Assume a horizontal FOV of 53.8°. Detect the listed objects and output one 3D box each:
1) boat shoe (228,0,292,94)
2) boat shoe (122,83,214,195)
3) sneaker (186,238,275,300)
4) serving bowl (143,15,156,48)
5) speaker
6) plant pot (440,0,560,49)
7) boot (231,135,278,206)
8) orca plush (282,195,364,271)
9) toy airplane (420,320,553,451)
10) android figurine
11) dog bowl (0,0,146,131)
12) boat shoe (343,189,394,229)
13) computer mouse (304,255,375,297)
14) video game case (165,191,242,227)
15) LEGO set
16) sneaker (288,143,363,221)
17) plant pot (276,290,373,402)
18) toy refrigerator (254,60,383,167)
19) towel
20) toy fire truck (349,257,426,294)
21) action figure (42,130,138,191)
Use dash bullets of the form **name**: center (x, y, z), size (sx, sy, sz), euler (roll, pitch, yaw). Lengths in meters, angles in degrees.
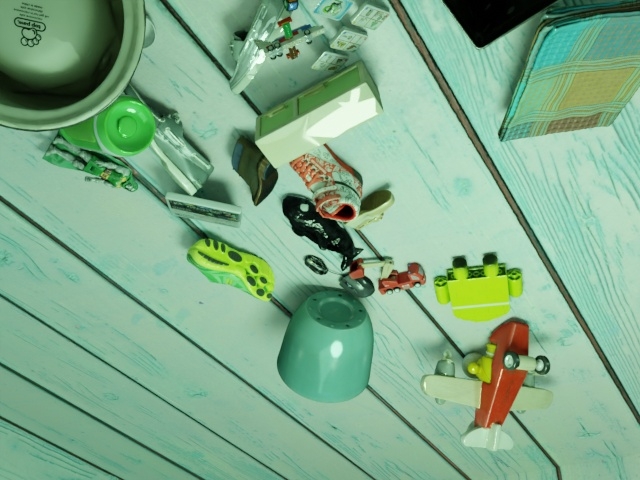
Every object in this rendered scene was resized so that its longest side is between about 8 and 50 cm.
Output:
- **boat shoe**: center (-0.141, -0.403, 1.287), size (0.081, 0.079, 0.227), euler (30, 127, -15)
- **boat shoe**: center (-0.365, -0.253, 1.482), size (0.099, 0.116, 0.319), euler (-41, 124, -13)
- **sneaker**: center (-0.254, 0.082, 1.823), size (0.295, 0.109, 0.123), euler (34, 154, -29)
- **serving bowl**: center (-0.379, -0.440, 1.304), size (0.083, 0.027, 0.083), euler (4, 138, 3)
- **speaker**: center (-0.464, -0.250, 1.347), size (0.296, 0.131, 0.131), euler (17, 155, 50)
- **plant pot**: center (0.295, -0.480, 1.075), size (0.188, 0.167, 0.187), euler (-29, 127, 31)
- **boot**: center (-0.164, -0.172, 1.557), size (0.106, 0.082, 0.219), euler (39, 151, 8)
- **orca plush**: center (0.000, 0.000, 1.682), size (0.151, 0.102, 0.287), euler (-16, 133, 22)
- **toy airplane**: center (0.537, 0.470, 2.009), size (0.384, 0.272, 0.386), euler (-33, 117, -5)
- **android figurine**: center (0.458, 0.147, 1.821), size (0.248, 0.056, 0.273), euler (-8, 135, 15)
- **dog bowl**: center (-0.512, -0.410, 1.147), size (0.407, 0.150, 0.408), euler (-1, 105, -5)
- **boat shoe**: center (0.134, -0.075, 1.619), size (0.059, 0.063, 0.170), euler (32, 141, -29)
- **computer mouse**: center (0.056, 0.111, 1.842), size (0.242, 0.041, 0.071), euler (25, 135, -18)
- **video game case**: center (-0.300, -0.078, 1.637), size (0.190, 0.022, 0.173), euler (12, 167, -6)
- **LEGO set**: center (-0.006, -0.413, 1.216), size (0.244, 0.060, 0.182), euler (-5, 154, -46)
- **sneaker**: center (-0.007, -0.150, 1.488), size (0.270, 0.145, 0.090), euler (33, 131, -26)
- **plant pot**: center (0.028, 0.294, 1.879), size (0.292, 0.293, 0.235), euler (9, 123, -3)
- **toy refrigerator**: center (-0.009, -0.272, 1.356), size (0.269, 0.102, 0.094), euler (-25, 129, 19)
- **towel**: center (0.508, -0.313, 1.207), size (0.271, 0.040, 0.370), euler (-8, 156, -2)
- **toy fire truck**: center (0.192, 0.094, 1.802), size (0.192, 0.047, 0.135), euler (-16, 132, 22)
- **action figure**: center (-0.563, -0.186, 1.583), size (0.232, 0.064, 0.137), euler (28, 130, -27)
